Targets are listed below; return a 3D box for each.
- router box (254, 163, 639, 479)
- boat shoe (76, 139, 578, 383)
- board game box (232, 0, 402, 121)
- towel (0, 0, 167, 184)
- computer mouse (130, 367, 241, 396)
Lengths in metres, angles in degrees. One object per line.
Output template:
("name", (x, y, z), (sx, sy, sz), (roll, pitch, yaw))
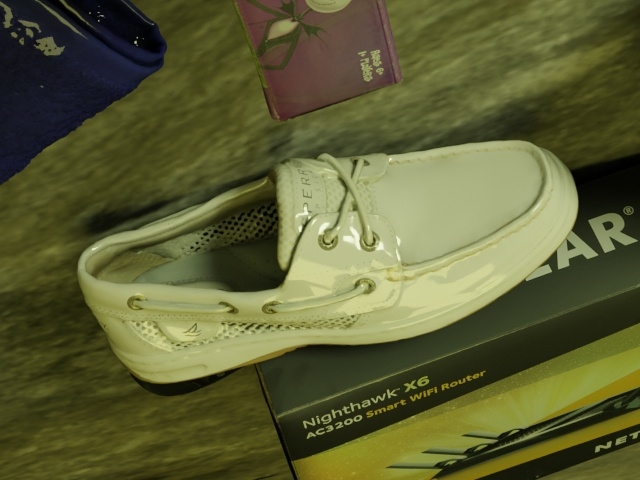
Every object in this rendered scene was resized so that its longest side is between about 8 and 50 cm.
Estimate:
("router box", (0.120, 0.078, 0.955), (0.308, 0.081, 0.243), (-20, 149, -3))
("boat shoe", (0.000, 0.000, 0.806), (0.277, 0.098, 0.096), (-19, 140, 9))
("board game box", (-0.050, -0.207, 0.351), (0.056, 0.208, 0.347), (-14, 149, 3))
("towel", (-0.249, -0.070, 0.639), (0.308, 0.076, 0.227), (-31, 137, 28))
("computer mouse", (-0.016, 0.024, 0.906), (0.242, 0.041, 0.071), (-29, 149, 14))
